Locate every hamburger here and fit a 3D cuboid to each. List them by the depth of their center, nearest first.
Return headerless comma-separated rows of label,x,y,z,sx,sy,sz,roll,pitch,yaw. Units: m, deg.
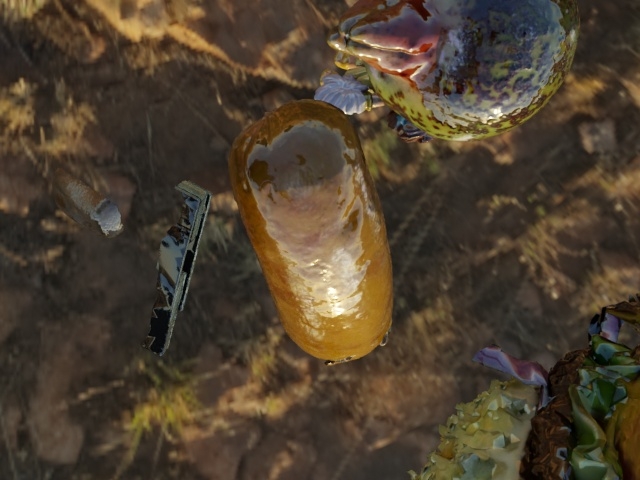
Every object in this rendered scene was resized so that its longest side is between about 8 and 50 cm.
hamburger,0.110,0.152,0.583,0.138,0.262,0.243,-5,111,26

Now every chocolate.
chocolate,-0.254,-0.038,1.495,0.031,0.100,0.064,-43,149,-24

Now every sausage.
sausage,-0.002,0.001,1.029,0.108,0.109,0.270,-19,146,-2

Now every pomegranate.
pomegranate,0.106,-0.190,1.238,0.247,0.214,0.214,-8,122,-41

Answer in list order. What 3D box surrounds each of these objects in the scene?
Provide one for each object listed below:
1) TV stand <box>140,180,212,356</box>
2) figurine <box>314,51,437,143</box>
TV stand,-0.175,0.035,1.677,0.036,0.042,0.249,26,126,12
figurine,0.095,-0.184,1.594,0.175,0.240,0.116,-59,143,-14
